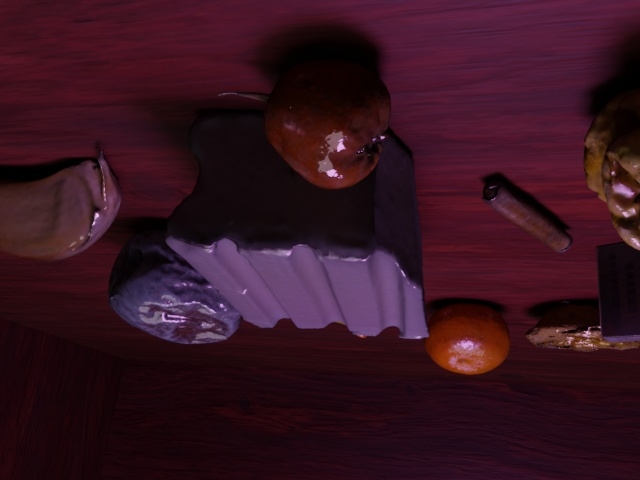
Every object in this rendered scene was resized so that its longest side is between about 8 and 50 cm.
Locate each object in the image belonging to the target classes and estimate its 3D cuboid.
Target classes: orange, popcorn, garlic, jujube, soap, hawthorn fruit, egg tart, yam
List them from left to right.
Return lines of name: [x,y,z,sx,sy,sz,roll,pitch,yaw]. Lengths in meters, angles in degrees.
garlic: [-0.460,-0.054,1.034,0.339,0.151,0.196,-5,145,22]
jujube: [-0.280,0.097,1.271,0.308,0.215,0.246,26,129,-35]
soap: [0.000,0.000,0.934,0.350,0.212,0.435,4,160,12]
hawthorn fruit: [0.001,-0.151,0.681,0.189,0.149,0.149,49,162,11]
orange: [0.387,0.253,1.568,0.224,0.170,0.224,6,138,5]
yam: [0.343,-0.038,0.975,0.046,0.046,0.264,-14,151,42]
egg tart: [0.663,0.216,1.489,0.291,0.107,0.291,3,164,1]
popcorn: [0.390,-0.079,0.635,0.226,0.203,0.200,11,158,44]

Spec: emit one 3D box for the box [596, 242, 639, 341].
box: [0.642,0.073,0.994,0.325,0.180,0.047,-13,151,42]

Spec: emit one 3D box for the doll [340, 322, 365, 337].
doll: [0.052,0.141,1.429,0.221,0.142,0.135,24,153,-16]
